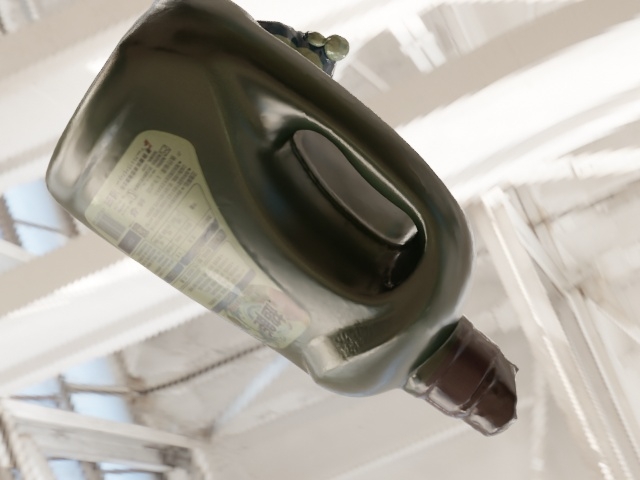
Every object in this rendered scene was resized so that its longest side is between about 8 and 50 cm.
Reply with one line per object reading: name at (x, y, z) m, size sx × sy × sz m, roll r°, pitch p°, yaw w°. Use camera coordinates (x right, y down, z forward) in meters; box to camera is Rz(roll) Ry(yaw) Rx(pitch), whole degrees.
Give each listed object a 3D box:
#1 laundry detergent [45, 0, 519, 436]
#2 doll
laundry detergent at (0.000, 0.000, 0.686) m, size 0.221 × 0.144 × 0.078 m, roll 37°, pitch -131°, yaw -2°
doll at (-0.027, -0.124, 1.203) m, size 0.083 × 0.050 × 0.076 m, roll 11°, pitch -68°, yaw -7°
